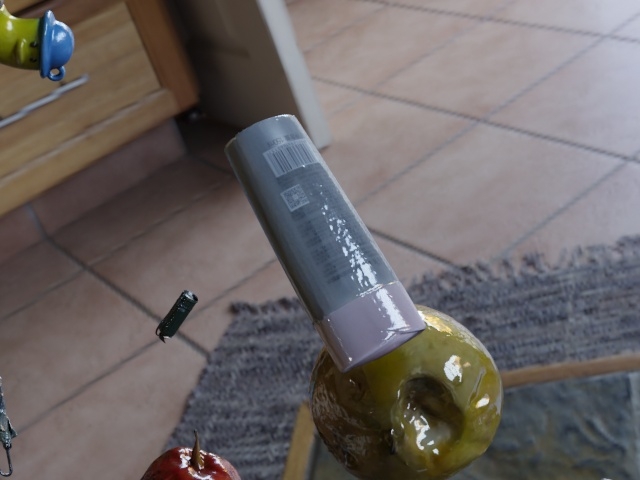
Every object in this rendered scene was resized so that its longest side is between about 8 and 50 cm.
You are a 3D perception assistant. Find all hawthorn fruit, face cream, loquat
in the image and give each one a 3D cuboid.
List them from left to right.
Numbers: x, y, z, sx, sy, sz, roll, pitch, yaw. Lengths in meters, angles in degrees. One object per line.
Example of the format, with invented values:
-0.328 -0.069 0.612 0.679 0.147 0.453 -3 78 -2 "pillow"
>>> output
-0.221 0.434 1.831 0.208 0.243 0.207 10 19 -4 "hawthorn fruit"
0.000 0.000 1.093 0.107 0.269 0.073 -25 -14 -25 "face cream"
0.099 0.183 1.273 0.244 0.243 0.244 -15 30 9 "loquat"

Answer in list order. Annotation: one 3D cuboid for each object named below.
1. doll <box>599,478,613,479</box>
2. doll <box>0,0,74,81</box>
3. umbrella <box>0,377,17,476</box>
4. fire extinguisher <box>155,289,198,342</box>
0.237 0.373 0.959 0.103 0.145 0.316 9 73 27 "doll"
-0.572 -0.387 1.774 0.199 0.363 0.145 -34 34 23 "doll"
-0.536 0.279 1.785 0.044 0.044 0.269 -40 49 27 "umbrella"
-0.202 0.107 1.458 0.025 0.038 0.083 46 108 35 "fire extinguisher"
